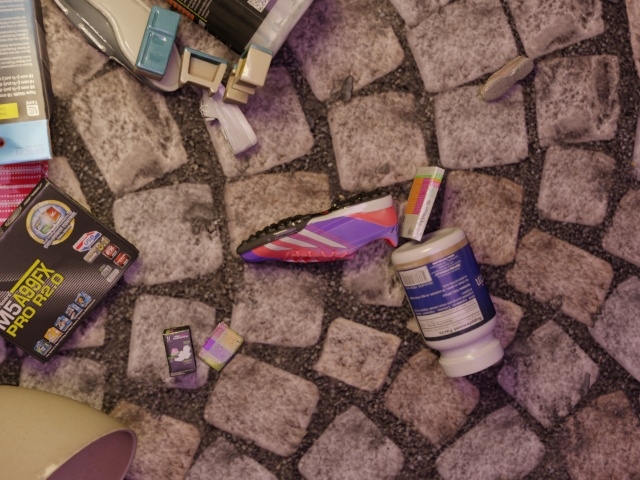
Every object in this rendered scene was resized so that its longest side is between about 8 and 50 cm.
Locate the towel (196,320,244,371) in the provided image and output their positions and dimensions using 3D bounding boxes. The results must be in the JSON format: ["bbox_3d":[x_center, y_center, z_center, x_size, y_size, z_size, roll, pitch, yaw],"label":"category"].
[{"bbox_3d":[-0.193,0.205,1.649,0.060,0.009,0.083,38,87,-10],"label":"towel"}]

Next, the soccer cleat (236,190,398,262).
[{"bbox_3d":[0.000,0.000,1.629,0.318,0.108,0.116,-18,99,-11],"label":"soccer cleat"}]

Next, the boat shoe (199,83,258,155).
[{"bbox_3d":[-0.192,-0.245,1.608,0.063,0.066,0.184,-36,107,-8],"label":"boat shoe"}]

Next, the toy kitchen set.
[{"bbox_3d":[-0.199,-0.335,1.478,0.207,0.166,0.122,16,80,-17],"label":"toy kitchen set"}]

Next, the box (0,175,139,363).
[{"bbox_3d":[-0.494,0.056,1.530,0.270,0.060,0.216,-50,120,-5],"label":"box"}]

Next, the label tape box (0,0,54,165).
[{"bbox_3d":[-0.599,-0.280,1.484,0.241,0.106,0.333,-8,86,-10],"label":"label tape box"}]

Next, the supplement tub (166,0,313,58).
[{"bbox_3d":[-0.180,-0.484,1.523,0.338,0.207,0.207,35,86,-10],"label":"supplement tub"}]

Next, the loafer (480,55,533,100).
[{"bbox_3d":[0.369,-0.327,1.715,0.125,0.039,0.045,-36,131,-4],"label":"loafer"}]

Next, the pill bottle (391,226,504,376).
[{"bbox_3d":[0.251,0.119,1.650,0.153,0.153,0.264,-23,97,-8],"label":"pill bottle"}]

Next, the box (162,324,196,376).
[{"bbox_3d":[-0.265,0.207,1.609,0.052,0.062,0.083,-9,94,-8],"label":"box"}]

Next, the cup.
[{"bbox_3d":[-0.518,0.386,1.472,0.237,0.331,0.331,36,86,17],"label":"cup"}]

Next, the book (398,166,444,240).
[{"bbox_3d":[0.195,-0.071,1.660,0.035,0.096,0.144,20,89,-10],"label":"book"}]

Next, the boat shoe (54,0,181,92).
[{"bbox_3d":[-0.381,-0.395,1.562,0.319,0.099,0.116,48,48,-19],"label":"boat shoe"}]

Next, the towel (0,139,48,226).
[{"bbox_3d":[-0.599,-0.114,1.555,0.199,0.031,0.275,-1,93,-9],"label":"towel"}]
